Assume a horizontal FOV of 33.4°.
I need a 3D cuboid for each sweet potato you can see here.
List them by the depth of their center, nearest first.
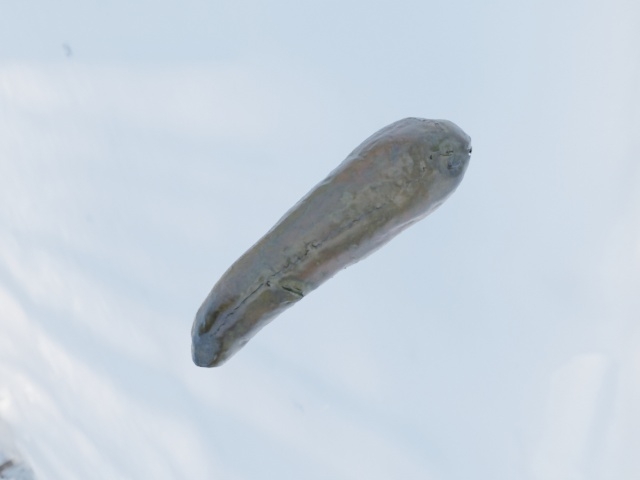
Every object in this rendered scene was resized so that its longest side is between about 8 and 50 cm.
[{"bbox_3d":[0.000,0.000,0.802,0.075,0.273,0.075,50,-177,-4],"label":"sweet potato"}]
